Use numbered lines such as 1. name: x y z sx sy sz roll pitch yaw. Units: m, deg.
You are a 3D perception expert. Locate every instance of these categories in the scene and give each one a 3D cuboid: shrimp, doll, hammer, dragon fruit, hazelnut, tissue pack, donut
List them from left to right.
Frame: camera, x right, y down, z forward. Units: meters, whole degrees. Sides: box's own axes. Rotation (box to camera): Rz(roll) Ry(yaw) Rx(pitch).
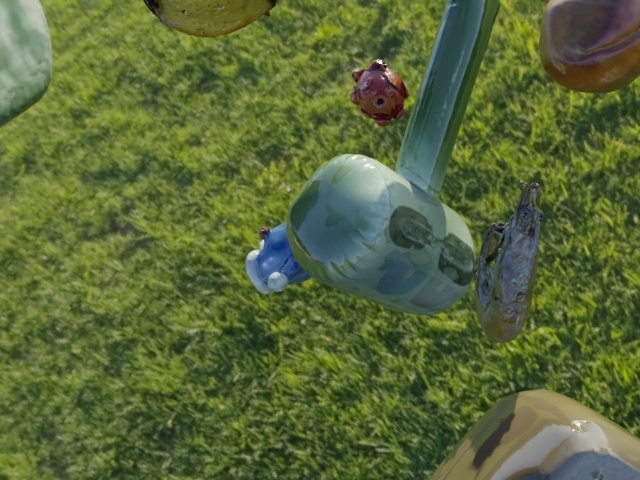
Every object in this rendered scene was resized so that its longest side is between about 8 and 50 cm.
1. donut: -0.095 -0.243 0.627 0.140 0.059 0.140 0 73 -1
2. doll: 0.000 0.000 1.218 0.257 0.161 0.215 -33 21 35
3. dragon fruit: 0.108 -0.283 1.460 0.112 0.126 0.068 -19 13 43
4. hammer: 0.096 -0.102 0.710 0.119 0.206 0.335 14 83 38
5. shrimp: 0.229 0.023 0.938 0.047 0.223 0.126 -1 28 -15
6. tissue pack: 0.223 0.368 0.831 0.387 0.267 0.277 -56 6 -7
7. hazelnut: 0.403 -0.292 1.102 0.182 0.182 0.182 -19 48 23

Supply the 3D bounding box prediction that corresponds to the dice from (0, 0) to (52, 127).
1. dice: -0.553 -0.235 0.866 0.348 0.328 0.330 -17 24 21
